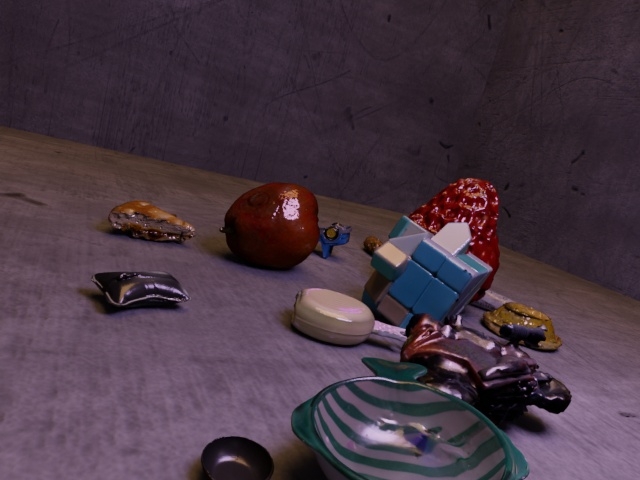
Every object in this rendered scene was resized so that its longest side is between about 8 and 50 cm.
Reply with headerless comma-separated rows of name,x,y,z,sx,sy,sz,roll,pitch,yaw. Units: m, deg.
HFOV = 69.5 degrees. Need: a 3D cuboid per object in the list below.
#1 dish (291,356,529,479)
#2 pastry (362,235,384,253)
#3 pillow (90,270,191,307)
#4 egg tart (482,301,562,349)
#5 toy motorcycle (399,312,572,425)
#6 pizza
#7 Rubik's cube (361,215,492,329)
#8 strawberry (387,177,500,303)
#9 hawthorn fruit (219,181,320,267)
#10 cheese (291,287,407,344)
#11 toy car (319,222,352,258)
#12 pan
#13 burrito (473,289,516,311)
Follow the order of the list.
dish,0.080,0.212,0.469,0.224,0.078,0.246,8,13,3
pastry,0.197,0.022,1.638,0.080,0.056,0.140,23,5,-23
pillow,-0.284,0.077,0.735,0.091,0.055,0.136,-1,-4,41
egg tart,0.500,0.203,1.134,0.191,0.074,0.191,17,9,-3
toy motorcycle,0.270,0.195,0.719,0.401,0.134,0.207,8,19,-28
pizza,-0.393,-0.036,1.100,0.194,0.069,0.154,21,11,-6
Rubik's cube,0.207,0.065,0.956,0.213,0.265,0.224,40,19,26
strawberry,0.329,-0.006,1.213,0.296,0.344,0.317,20,12,16
hawthorn fruit,-0.128,-0.037,1.117,0.261,0.224,0.224,-6,21,-30
cheese,0.060,0.146,0.831,0.228,0.064,0.137,14,15,0
toy car,0.000,0.000,1.406,0.191,0.100,0.097,-2,8,13
pan,-0.088,0.212,0.406,0.069,0.023,0.115,21,10,21
burrito,0.486,0.175,1.283,0.203,0.064,0.064,24,14,29
